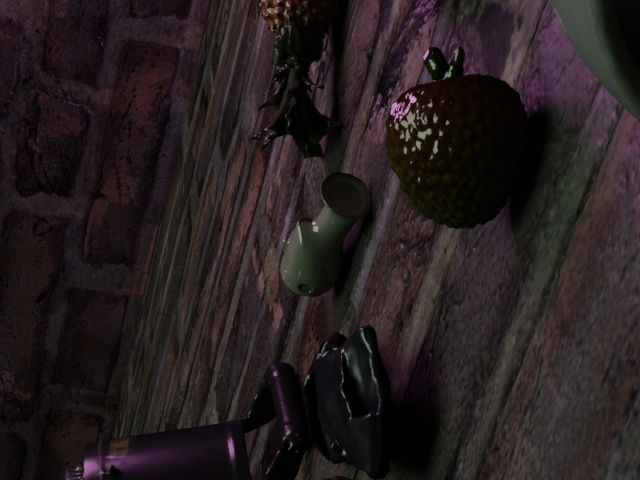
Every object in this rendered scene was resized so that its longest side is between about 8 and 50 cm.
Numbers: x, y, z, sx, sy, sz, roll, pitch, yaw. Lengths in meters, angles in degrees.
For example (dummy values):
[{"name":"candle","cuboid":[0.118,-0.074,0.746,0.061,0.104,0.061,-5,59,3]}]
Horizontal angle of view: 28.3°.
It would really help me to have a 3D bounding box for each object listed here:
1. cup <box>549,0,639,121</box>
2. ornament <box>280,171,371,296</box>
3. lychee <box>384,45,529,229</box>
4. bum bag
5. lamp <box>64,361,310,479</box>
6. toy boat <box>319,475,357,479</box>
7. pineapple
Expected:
[{"name":"cup","cuboid":[0.214,-0.171,0.575,0.258,0.186,0.234,-45,16,14]},{"name":"ornament","cuboid":[0.000,0.000,1.454,0.075,0.081,0.156,-87,19,-44]},{"name":"lychee","cuboid":[0.107,-0.082,1.000,0.114,0.114,0.146,177,88,-76]},{"name":"bum bag","cuboid":[0.031,0.154,1.225,0.310,0.074,0.137,144,122,-79]},{"name":"lamp","cuboid":[-0.193,0.333,1.596,0.205,0.272,0.374,-109,32,-60]},{"name":"toy boat","cuboid":[0.042,0.274,1.099,0.185,0.077,0.075,-100,23,-54]},{"name":"pineapple","cuboid":[-0.025,-0.244,1.663,0.130,0.119,0.277,-9,66,29]}]
